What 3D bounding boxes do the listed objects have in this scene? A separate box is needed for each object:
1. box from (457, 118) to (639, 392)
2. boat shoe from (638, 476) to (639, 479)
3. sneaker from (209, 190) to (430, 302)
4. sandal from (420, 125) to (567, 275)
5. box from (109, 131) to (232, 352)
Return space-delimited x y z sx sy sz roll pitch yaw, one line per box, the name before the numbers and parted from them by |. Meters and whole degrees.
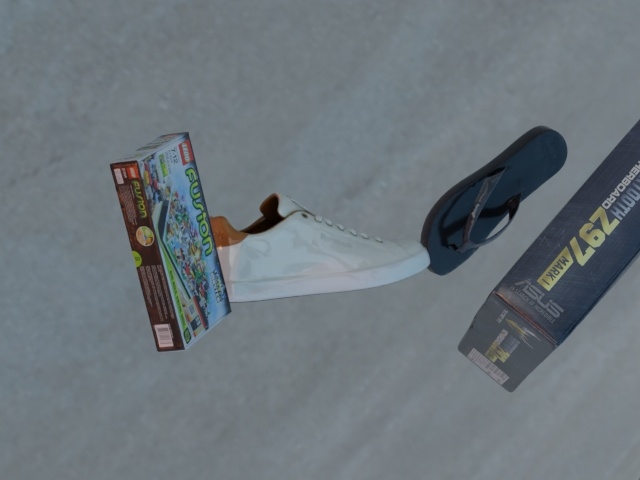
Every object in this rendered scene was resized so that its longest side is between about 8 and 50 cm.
box | 0.182 0.007 1.033 0.183 0.059 0.233 -49 172 -11
boat shoe | 0.315 0.171 1.156 0.324 0.123 0.116 65 48 -76
sneaker | 0.000 0.000 1.745 0.290 0.106 0.123 -5 92 -28
sandal | 0.231 -0.054 1.987 0.254 0.054 0.097 -45 127 -3
box | -0.155 0.000 1.562 0.114 0.036 0.207 -41 122 -60
